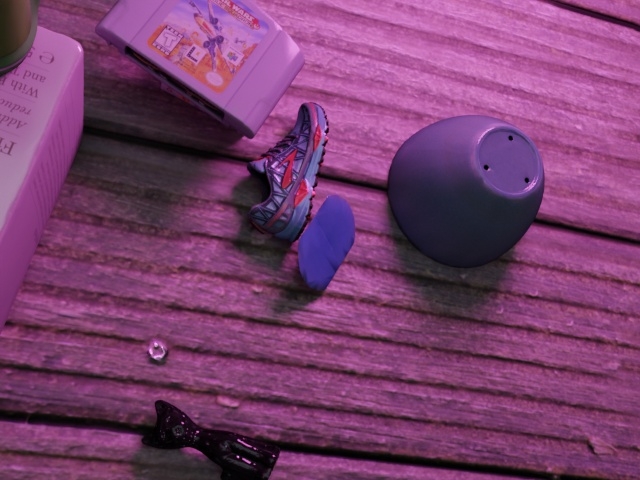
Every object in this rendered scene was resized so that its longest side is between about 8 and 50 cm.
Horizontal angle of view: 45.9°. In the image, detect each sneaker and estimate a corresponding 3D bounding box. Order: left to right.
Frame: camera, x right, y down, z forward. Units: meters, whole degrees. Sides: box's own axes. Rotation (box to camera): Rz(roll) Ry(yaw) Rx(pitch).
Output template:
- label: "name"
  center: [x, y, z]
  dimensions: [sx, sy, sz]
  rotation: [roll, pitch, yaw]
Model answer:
- label: "sneaker"
  center: [-0.062, -0.135, 1.322]
  dimensions: [0.125, 0.104, 0.262]
  rotation: [16, 71, -12]

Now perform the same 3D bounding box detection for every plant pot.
- label: "plant pot"
  center: [0.294, -0.111, 1.384]
  dimensions: [0.290, 0.195, 0.290]
  rotation: [5, 75, -17]

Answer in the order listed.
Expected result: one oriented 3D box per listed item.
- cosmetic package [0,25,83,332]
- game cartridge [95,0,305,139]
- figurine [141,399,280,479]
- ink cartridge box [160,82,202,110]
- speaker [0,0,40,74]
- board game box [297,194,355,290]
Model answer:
- label: "cosmetic package"
  center: [-0.546, -0.095, 1.028]
  dimensions: [0.329, 0.327, 0.394]
  rotation: [20, 71, -12]
- label: "game cartridge"
  center: [-0.182, -0.322, 1.221]
  dimensions: [0.297, 0.062, 0.198]
  rotation: [34, 73, -6]
- label: "figurine"
  center: [-0.199, 0.377, 1.154]
  dimensions: [0.209, 0.092, 0.215]
  rotation: [24, 70, -2]
- label: "ink cartridge box"
  center: [-0.171, -0.298, 1.316]
  dimensions: [0.176, 0.128, 0.127]
  rotation: [27, 69, -9]
- label: "speaker"
  center: [-0.370, -0.288, 0.800]
  dimensions: [0.131, 0.296, 0.131]
  rotation: [5, 74, -17]
- label: "board game box"
  center: [0.000, 0.000, 1.318]
  dimensions: [0.169, 0.033, 0.133]
  rotation: [-58, 140, -27]
